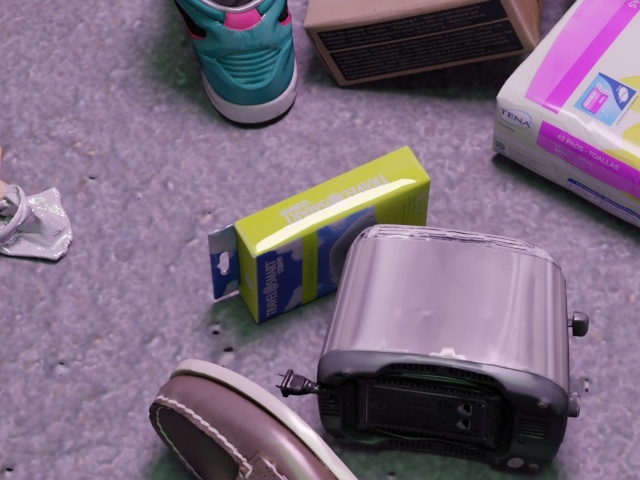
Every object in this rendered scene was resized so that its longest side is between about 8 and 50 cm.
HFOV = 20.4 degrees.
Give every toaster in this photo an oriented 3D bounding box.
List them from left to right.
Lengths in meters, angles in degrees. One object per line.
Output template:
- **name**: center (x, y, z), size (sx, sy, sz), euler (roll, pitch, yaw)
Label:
- **toaster**: center (0.089, 0.078, 1.361), size (0.227, 0.129, 0.146), euler (6, 52, 8)

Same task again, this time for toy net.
- **toy net**: center (-0.312, -0.050, 1.501), size (0.232, 0.045, 0.122), euler (35, 63, 22)

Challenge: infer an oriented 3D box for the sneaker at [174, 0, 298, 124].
- **sneaker**: center (-0.096, -0.265, 1.562), size (0.123, 0.178, 0.296), euler (-16, 57, -10)

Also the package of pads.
- **package of pads**: center (0.321, -0.142, 1.519), size (0.229, 0.101, 0.296), euler (30, 62, 20)

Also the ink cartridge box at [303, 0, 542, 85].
- **ink cartridge box**: center (0.099, -0.264, 1.575), size (0.193, 0.088, 0.235), euler (-8, 53, 24)

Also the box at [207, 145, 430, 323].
- **box**: center (0.000, 0.000, 1.423), size (0.178, 0.109, 0.042), euler (-24, 61, -14)

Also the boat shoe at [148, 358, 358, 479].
- **boat shoe**: center (-0.014, 0.214, 1.279), size (0.324, 0.117, 0.096), euler (40, 62, 18)
